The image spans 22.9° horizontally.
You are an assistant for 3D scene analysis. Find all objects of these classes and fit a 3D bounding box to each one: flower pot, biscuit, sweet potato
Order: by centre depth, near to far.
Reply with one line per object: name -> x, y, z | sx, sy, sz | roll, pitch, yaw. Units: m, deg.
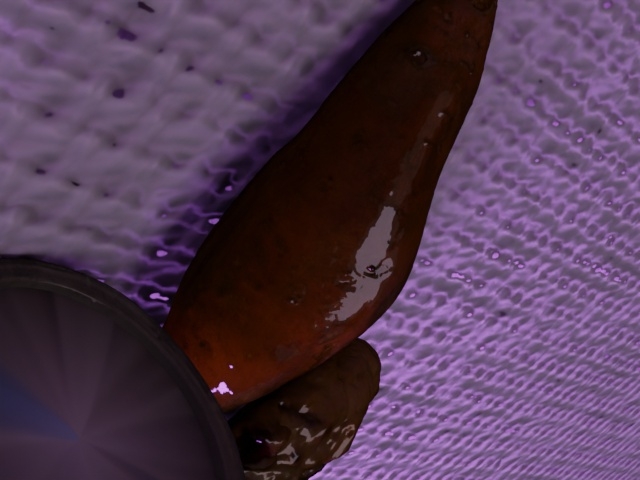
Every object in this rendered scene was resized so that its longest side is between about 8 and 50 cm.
flower pot -> -0.175, 0.153, 0.835 | 0.212, 0.212, 0.202 | -3, 146, -52
sweet potato -> -0.003, 0.004, 0.904 | 0.359, 0.112, 0.112 | -48, 154, 19
biscuit -> -0.088, 0.186, 1.043 | 0.334, 0.081, 0.289 | -40, 179, 7
